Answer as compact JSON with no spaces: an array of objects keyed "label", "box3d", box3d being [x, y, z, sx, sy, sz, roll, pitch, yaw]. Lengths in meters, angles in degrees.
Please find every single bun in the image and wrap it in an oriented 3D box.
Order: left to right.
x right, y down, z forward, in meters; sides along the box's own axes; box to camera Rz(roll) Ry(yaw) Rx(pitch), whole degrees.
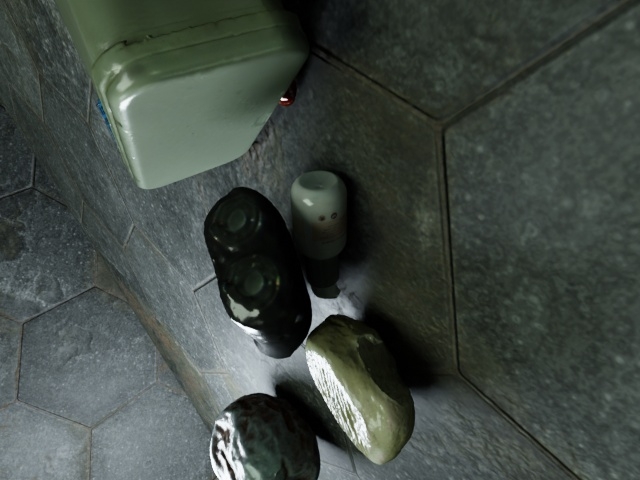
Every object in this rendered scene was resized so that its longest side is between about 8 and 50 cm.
[{"label":"bun","box3d":[0.063,0.209,0.631,0.237,0.116,0.210,7,122,66]}]

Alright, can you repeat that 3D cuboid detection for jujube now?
[{"label":"jujube","box3d":[-0.139,0.510,1.032,0.308,0.215,0.247,26,100,55]}]

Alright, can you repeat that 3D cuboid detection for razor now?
[{"label":"razor","box3d":[-0.076,0.070,0.609,0.327,0.107,0.189,94,159,-67]}]

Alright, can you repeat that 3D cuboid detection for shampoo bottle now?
[{"label":"shampoo bottle","box3d":[0.000,0.000,0.579,0.074,0.074,0.192,31,139,34]}]

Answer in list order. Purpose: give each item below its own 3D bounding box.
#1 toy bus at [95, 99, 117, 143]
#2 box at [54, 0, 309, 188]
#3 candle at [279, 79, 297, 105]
[{"label":"toy bus","box3d":[-0.370,-0.218,0.852,0.106,0.090,0.185,7,123,51]},{"label":"box","box3d":[-0.201,-0.268,0.462,0.344,0.177,0.352,65,160,-4]},{"label":"candle","box3d":[-0.097,-0.312,0.467,0.048,0.051,0.329,-16,108,19]}]
